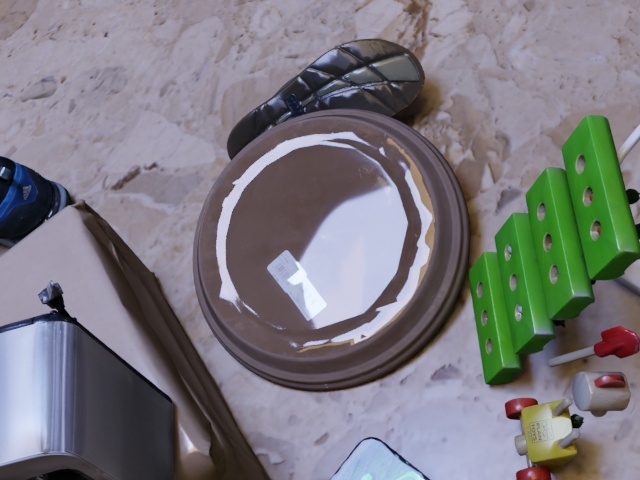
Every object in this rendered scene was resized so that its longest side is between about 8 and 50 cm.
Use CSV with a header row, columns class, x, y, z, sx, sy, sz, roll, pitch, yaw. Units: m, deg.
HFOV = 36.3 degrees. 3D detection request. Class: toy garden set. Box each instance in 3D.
class,x,y,z,sx,sy,sz,roll,pitch,yaw
toy garden set,0.188,0.060,0.734,0.049,0.244,0.203,2,62,-12

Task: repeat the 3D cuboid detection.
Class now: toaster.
class,x,y,z,sx,sy,sz,roll,pitch,yaw
toaster,-0.207,0.136,0.669,0.168,0.185,0.110,-19,55,10

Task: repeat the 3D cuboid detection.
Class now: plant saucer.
class,x,y,z,sx,sy,sz,roll,pitch,yaw
plant saucer,0.000,0.000,0.912,0.278,0.041,0.277,-6,72,18

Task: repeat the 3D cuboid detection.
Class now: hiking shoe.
class,x,y,z,sx,sy,sz,roll,pitch,yaw
hiking shoe,-0.432,-0.058,1.096,0.304,0.132,0.113,-3,62,21

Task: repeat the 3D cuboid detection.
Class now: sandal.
class,x,y,z,sx,sy,sz,roll,pitch,yaw
sandal,0.004,-0.134,1.002,0.219,0.060,0.090,-32,91,20

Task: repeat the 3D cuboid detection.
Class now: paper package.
class,x,y,z,sx,sy,sz,roll,pitch,yaw
paper package,-0.254,0.187,0.868,0.325,0.168,0.309,-36,55,0

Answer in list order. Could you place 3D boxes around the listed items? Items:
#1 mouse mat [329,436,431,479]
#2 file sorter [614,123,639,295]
class,x,y,z,sx,sy,sz,roll,pitch,yaw
mouse mat,0.032,0.261,0.739,0.153,0.007,0.189,34,78,33
file sorter,0.375,-0.007,0.710,0.278,0.173,0.193,37,82,33
